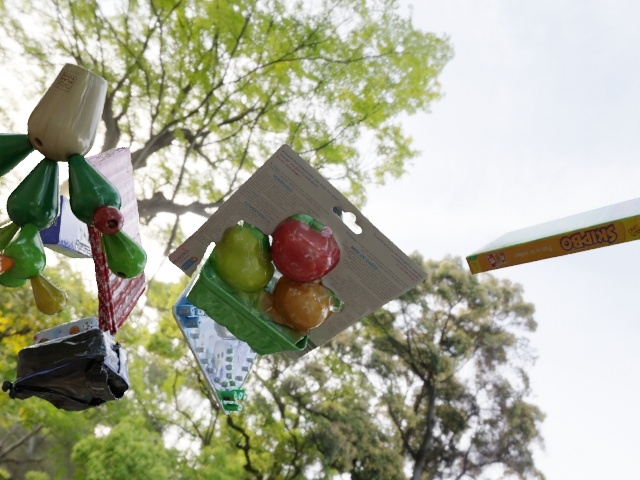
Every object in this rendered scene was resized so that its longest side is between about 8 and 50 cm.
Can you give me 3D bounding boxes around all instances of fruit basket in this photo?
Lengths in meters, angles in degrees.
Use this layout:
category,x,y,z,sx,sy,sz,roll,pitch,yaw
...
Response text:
category,x,y,z,sx,sy,sz,roll,pitch,yaw
fruit basket,-0.051,0.041,0.896,0.327,0.165,0.353,41,-61,-16

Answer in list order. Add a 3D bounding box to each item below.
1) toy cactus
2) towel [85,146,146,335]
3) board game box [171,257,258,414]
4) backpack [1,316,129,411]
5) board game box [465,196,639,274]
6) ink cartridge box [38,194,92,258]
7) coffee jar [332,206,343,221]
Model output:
category,x,y,z,sx,sy,sz,roll,pitch,yaw
toy cactus,-0.224,-0.052,0.395,0.219,0.180,0.112,21,-2,21
towel,-0.337,-0.009,0.842,0.031,0.199,0.274,-1,-72,-3
board game box,-0.241,0.219,1.462,0.050,0.390,0.390,-5,-59,20
backpack,-0.663,0.354,1.413,0.277,0.213,0.263,-13,-43,1
board game box,0.327,-0.011,0.662,0.259,0.124,0.039,-25,-92,52
ink cartridge box,-0.518,-0.022,1.051,0.046,0.097,0.207,2,-10,-7
coffee jar,0.000,0.000,1.234,0.079,0.184,0.096,12,-37,12
